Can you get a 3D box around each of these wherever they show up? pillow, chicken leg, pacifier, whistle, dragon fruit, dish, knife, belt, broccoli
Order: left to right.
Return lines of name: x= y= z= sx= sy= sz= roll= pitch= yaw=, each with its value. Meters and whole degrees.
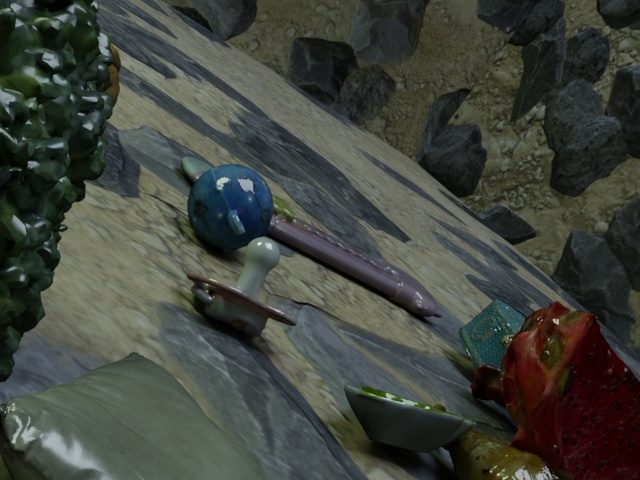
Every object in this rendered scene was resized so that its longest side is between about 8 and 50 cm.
broccoli: x=-0.232 y=-0.068 z=0.578 sx=0.245 sy=0.248 sz=0.288 roll=-1 pitch=28 yaw=-4
pillow: x=-0.080 y=0.114 z=0.468 sx=0.134 sy=0.078 sz=0.181 roll=40 pitch=8 yaw=5
whistle: x=-0.089 y=-0.038 z=1.078 sx=0.090 sy=0.090 sz=0.158 roll=32 pitch=11 yaw=-21
pacifier: x=-0.059 y=0.033 z=0.889 sx=0.099 sy=0.078 sz=0.081 roll=28 pitch=-8 yaw=-34
knife: x=0.001 y=-0.001 z=1.329 sx=0.398 sy=0.038 sz=0.132 roll=30 pitch=15 yaw=-35
dish: x=0.061 y=0.143 z=0.863 sx=0.091 sy=0.039 sz=0.137 roll=15 pitch=-5 yaw=30
chicken leg: x=0.138 y=0.188 z=0.898 sx=0.093 sy=0.070 sz=0.178 roll=35 pitch=0 yaw=-32
belt: x=0.237 y=0.145 z=1.327 sx=0.163 sy=0.082 sz=0.148 roll=39 pitch=19 yaw=-27
dragon fruit: x=0.242 y=0.175 z=1.147 sx=0.262 sy=0.134 sz=0.211 roll=48 pitch=-8 yaw=-29

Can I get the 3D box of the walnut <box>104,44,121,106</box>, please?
walnut: x=-0.244 y=-0.158 z=1.076 sx=0.105 sy=0.105 sz=0.124 roll=39 pitch=-4 yaw=16
